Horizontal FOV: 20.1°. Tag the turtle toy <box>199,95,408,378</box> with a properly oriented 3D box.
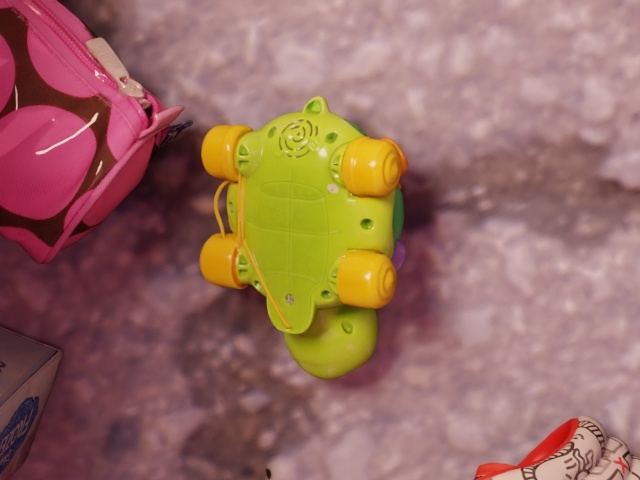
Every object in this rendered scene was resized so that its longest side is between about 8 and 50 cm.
[{"bbox_3d":[0.000,0.000,0.804,0.095,0.066,0.130,8,104,29],"label":"turtle toy"}]

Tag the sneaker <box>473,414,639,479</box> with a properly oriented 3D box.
[{"bbox_3d":[0.071,0.194,0.767,0.145,0.090,0.270,47,63,2],"label":"sneaker"}]

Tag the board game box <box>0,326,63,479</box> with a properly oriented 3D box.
[{"bbox_3d":[-0.297,0.055,0.720,0.318,0.318,0.066,22,104,3],"label":"board game box"}]

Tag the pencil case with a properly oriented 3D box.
[{"bbox_3d":[-0.160,-0.093,0.797,0.209,0.095,0.098,42,132,-2],"label":"pencil case"}]
